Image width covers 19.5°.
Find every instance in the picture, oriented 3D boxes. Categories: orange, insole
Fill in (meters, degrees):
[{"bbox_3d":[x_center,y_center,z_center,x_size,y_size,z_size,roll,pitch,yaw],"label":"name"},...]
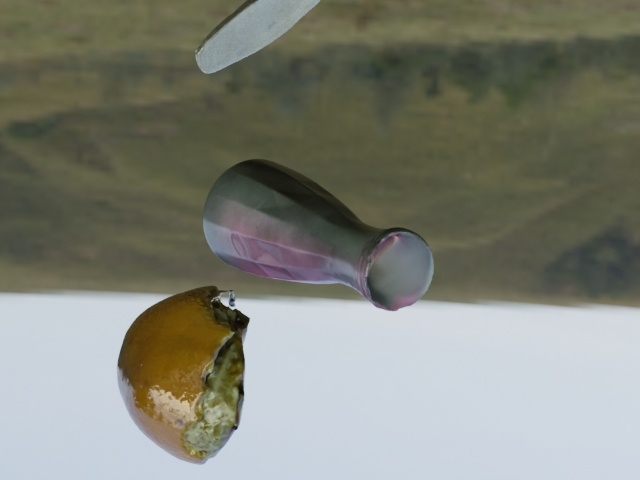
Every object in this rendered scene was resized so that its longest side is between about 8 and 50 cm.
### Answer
[{"bbox_3d":[-0.117,0.109,1.588,0.112,0.160,0.170,8,153,-1],"label":"orange"},{"bbox_3d":[-0.025,-0.201,1.541,0.010,0.192,0.063,47,173,29],"label":"insole"}]

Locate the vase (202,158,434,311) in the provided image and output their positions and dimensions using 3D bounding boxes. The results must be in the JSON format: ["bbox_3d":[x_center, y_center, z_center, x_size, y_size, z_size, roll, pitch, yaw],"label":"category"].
[{"bbox_3d":[0.000,0.000,1.339,0.086,0.086,0.214,-1,-168,-31],"label":"vase"}]
